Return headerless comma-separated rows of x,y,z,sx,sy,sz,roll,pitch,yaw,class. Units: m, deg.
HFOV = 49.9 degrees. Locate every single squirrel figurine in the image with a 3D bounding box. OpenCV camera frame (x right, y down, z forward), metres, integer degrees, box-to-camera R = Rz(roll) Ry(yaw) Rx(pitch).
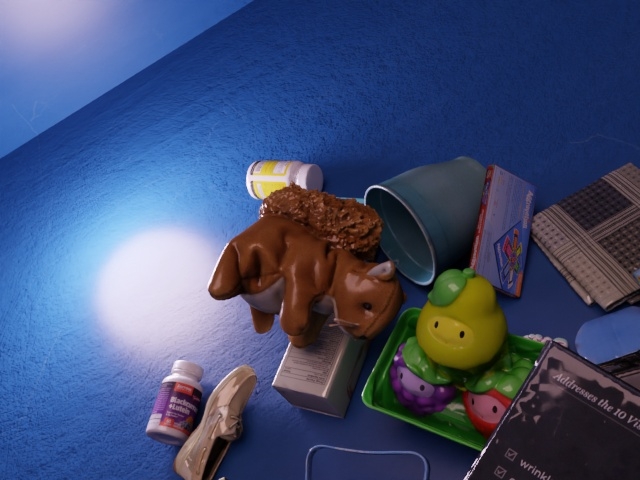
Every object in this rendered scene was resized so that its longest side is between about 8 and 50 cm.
0.017,0.047,1.541,0.371,0.281,0.396,7,60,24,squirrel figurine

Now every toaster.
0.550,0.285,1.290,0.186,0.168,0.110,-19,81,13,toaster

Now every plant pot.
0.289,-0.069,1.681,0.255,0.271,0.272,-30,45,-18,plant pot

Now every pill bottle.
-0.359,0.407,1.734,0.108,0.108,0.193,-5,53,25,pill bottle
-0.105,-0.179,2.053,0.209,0.119,0.119,5,58,31,pill bottle

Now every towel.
0.677,-0.010,1.564,0.312,0.056,0.324,-30,44,0,towel

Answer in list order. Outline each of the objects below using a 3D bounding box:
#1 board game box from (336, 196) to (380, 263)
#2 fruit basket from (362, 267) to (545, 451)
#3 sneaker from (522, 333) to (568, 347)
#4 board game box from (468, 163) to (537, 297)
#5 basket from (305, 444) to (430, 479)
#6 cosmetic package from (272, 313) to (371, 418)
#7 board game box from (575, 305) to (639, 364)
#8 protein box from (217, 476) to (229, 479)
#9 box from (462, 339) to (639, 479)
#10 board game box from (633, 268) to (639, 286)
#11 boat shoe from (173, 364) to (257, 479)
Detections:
0.000,0.000,1.884,0.336,0.079,0.253,6,58,32,board game box
0.277,0.245,1.353,0.392,0.392,0.282,13,62,35,fruit basket
0.475,0.239,1.473,0.098,0.038,0.069,1,55,29,sneaker
0.425,-0.022,1.599,0.027,0.145,0.281,-17,54,60,board game box
0.082,0.549,1.325,0.255,0.201,0.288,-6,63,25,basket
0.023,0.252,1.641,0.153,0.129,0.296,8,58,31,cosmetic package
0.617,0.204,1.424,0.169,0.033,0.133,-24,25,20,board game box
-0.236,0.653,1.457,0.200,0.136,0.201,-28,47,6,protein box
0.434,0.475,0.994,0.480,0.297,0.471,32,92,27,box
0.736,0.117,1.274,0.144,0.142,0.275,-31,13,3,board game box
-0.229,0.444,1.644,0.098,0.109,0.302,24,74,33,boat shoe
